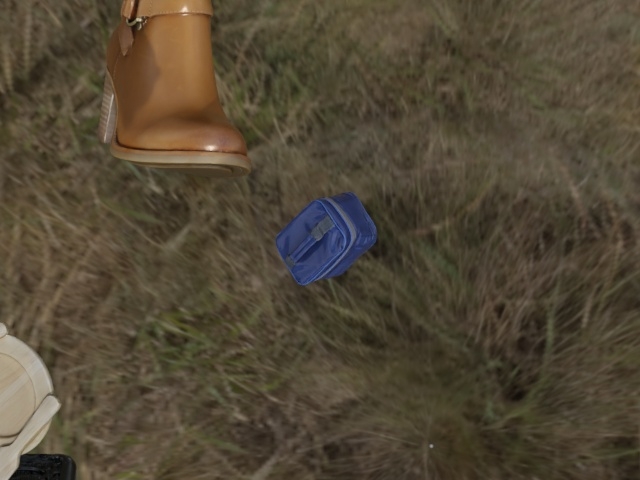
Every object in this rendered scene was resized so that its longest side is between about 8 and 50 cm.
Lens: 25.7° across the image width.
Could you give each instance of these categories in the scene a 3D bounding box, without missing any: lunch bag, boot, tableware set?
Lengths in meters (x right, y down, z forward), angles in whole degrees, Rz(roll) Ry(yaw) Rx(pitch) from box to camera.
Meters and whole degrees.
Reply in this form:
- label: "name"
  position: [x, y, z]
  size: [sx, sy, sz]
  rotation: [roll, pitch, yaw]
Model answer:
- label: "lunch bag"
  position: [0.000, 0.000, 1.439]
  size: [0.098, 0.065, 0.067]
  rotation: [-46, 68, 35]
- label: "boot"
  position: [-0.120, -0.176, 1.266]
  size: [0.109, 0.283, 0.220]
  rotation: [11, 98, -22]
- label: "tableware set"
  position: [-0.214, 0.058, 0.713]
  size: [0.141, 0.020, 0.168]
  rotation: [-33, 84, 24]

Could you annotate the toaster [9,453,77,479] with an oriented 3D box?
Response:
- label: "toaster"
  position: [-0.318, 0.287, 1.341]
  size: [0.168, 0.185, 0.110]
  rotation: [-3, 123, -4]
